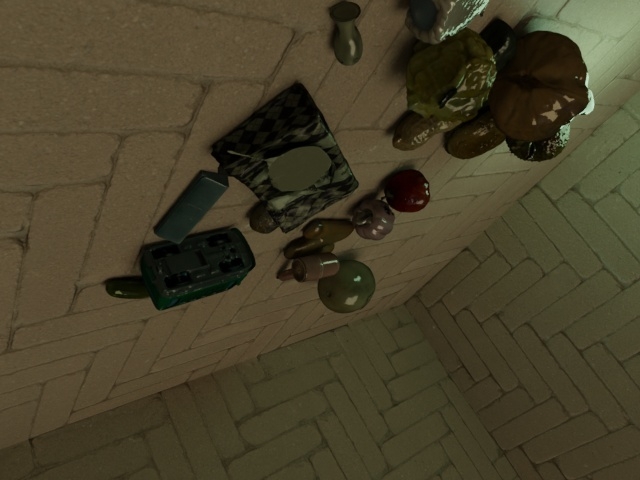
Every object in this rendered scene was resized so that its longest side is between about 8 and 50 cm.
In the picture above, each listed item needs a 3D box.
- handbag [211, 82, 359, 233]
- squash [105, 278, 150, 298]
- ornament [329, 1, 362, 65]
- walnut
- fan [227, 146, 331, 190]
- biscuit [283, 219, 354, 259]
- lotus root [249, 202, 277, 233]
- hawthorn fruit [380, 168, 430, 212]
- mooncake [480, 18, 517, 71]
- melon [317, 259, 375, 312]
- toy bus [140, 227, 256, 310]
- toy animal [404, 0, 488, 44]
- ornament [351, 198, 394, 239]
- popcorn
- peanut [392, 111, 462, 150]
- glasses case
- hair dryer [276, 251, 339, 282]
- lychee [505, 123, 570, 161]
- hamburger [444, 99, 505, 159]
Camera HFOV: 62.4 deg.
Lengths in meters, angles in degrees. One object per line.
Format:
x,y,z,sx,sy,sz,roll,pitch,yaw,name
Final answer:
-0.095,-0.215,1.522,0.317,0.180,0.416,-31,152,4,handbag
-0.608,0.163,1.773,0.066,0.066,0.252,-42,156,24,squash
0.065,-0.491,1.267,0.075,0.081,0.156,1,157,9,ornament
0.737,-0.516,1.784,0.384,0.383,0.383,-27,158,-12,walnut
-0.110,-0.202,1.383,0.310,0.010,0.182,10,137,-41,fan
0.000,0.000,2.250,0.237,0.062,0.291,-44,157,28,biscuit
-0.158,-0.096,1.794,0.192,0.088,0.113,-39,151,17,lotus root
0.345,-0.191,2.156,0.203,0.185,0.185,-14,156,-6,hawthorn fruit
0.522,-0.588,1.632,0.169,0.104,0.175,-10,147,-32,mooncake
0.140,0.230,2.657,0.330,0.268,0.268,-16,154,-53,melon
-0.411,0.100,1.746,0.344,0.183,0.199,-14,156,-36,toy bus
0.299,-0.588,1.259,0.208,0.156,0.204,-41,160,-23,toy animal
0.215,-0.089,2.199,0.178,0.177,0.177,-27,158,-12,ornament
0.358,-0.461,1.499,0.293,0.237,0.293,-31,158,-14,popcorn
0.376,-0.404,1.808,0.299,0.120,0.136,-30,154,2,peanut
-0.375,-0.092,1.552,0.266,0.056,0.105,-44,156,27,glasses case
-0.087,0.131,2.302,0.190,0.106,0.344,-11,176,-37,hair dryer
0.889,-0.451,2.174,0.319,0.270,0.270,-58,159,-6,lychee
0.629,-0.424,2.083,0.266,0.134,0.285,-33,156,-4,hamburger
